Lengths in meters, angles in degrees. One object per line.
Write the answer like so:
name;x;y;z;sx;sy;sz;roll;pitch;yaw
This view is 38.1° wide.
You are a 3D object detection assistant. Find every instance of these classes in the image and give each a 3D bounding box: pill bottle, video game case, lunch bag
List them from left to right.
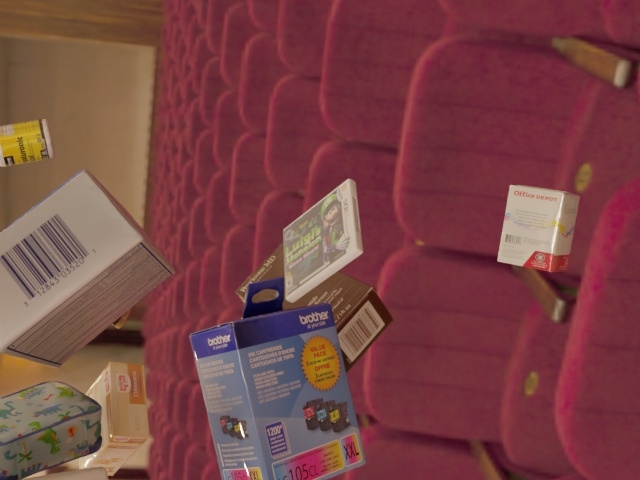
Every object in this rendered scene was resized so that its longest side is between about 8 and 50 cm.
pill bottle;-0.487;-0.153;1.475;0.065;0.116;0.065;168;90;-77
lunch bag;-0.479;0.308;1.511;0.176;0.219;0.090;16;111;40
video game case;0.000;0.000;1.710;0.190;0.022;0.173;-37;39;33

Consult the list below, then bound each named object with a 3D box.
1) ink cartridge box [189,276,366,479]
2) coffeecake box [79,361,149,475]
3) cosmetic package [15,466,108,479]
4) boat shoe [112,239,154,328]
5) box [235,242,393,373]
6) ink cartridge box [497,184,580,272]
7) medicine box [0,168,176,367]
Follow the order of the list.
ink cartridge box;-0.087;0.278;1.803;0.151;0.270;0.396;-20;82;44
coffeecake box;-0.378;0.325;1.680;0.185;0.068;0.142;-47;44;44
cosmetic package;-0.509;0.501;1.211;0.329;0.393;0.327;-22;73;43
boat shoe;-0.388;0.069;1.819;0.073;0.073;0.207;-34;32;46
box;-0.020;0.161;2.326;0.381;0.191;0.143;23;154;49
ink cartridge box;0.485;-0.029;2.057;0.127;0.128;0.176;0;-79;-58
medicine box;-0.397;0.055;1.474;0.149;0.263;0.289;50;173;10
